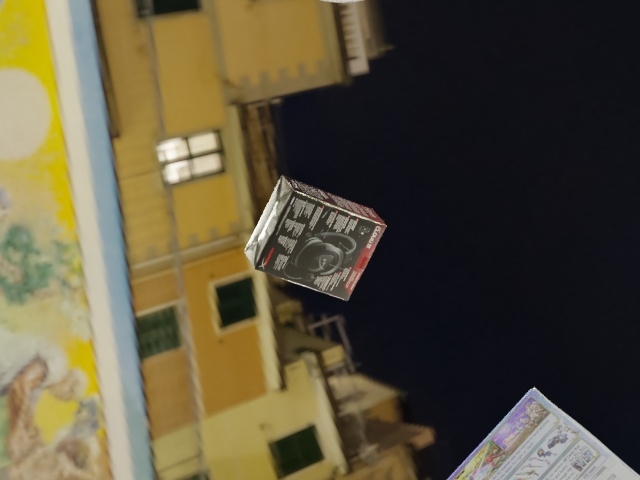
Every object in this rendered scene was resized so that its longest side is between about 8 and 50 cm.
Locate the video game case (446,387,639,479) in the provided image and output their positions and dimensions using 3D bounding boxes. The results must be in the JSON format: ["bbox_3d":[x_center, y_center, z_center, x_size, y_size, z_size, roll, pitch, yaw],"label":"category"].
[{"bbox_3d":[0.214,0.321,1.367,0.061,0.269,0.244,44,-2,-37],"label":"video game case"}]

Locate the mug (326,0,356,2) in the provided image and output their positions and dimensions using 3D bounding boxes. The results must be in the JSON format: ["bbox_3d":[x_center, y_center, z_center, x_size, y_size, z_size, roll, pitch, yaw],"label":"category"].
[{"bbox_3d":[-0.019,-0.375,1.105,0.328,0.276,0.374,-40,-107,23],"label":"mug"}]

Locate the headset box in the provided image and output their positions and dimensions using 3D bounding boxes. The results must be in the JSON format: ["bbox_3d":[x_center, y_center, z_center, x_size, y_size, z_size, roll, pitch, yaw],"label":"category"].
[{"bbox_3d":[0.000,0.000,0.895,0.062,0.083,0.032,-64,-153,15],"label":"headset box"}]
